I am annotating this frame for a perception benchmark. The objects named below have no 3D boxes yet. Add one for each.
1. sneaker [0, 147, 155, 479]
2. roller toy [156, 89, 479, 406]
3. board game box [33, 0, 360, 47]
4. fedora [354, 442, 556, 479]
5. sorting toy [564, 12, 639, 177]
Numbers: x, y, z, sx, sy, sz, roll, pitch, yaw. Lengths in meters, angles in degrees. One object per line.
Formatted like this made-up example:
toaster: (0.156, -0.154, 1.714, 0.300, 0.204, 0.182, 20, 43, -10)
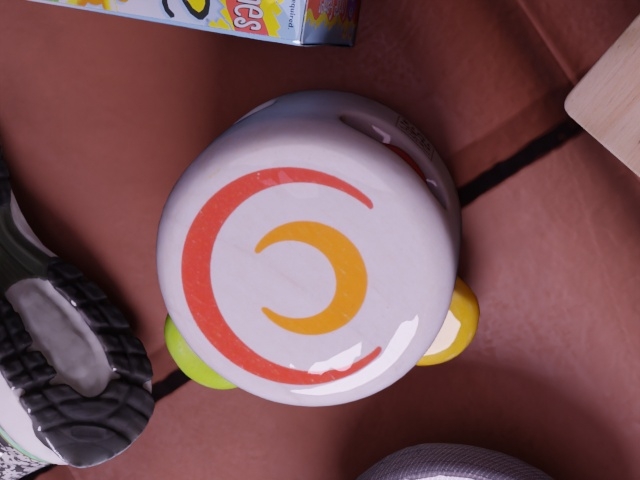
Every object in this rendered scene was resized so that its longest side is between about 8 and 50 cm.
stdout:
sneaker: (-0.310, 0.023, 0.910, 0.182, 0.158, 0.410, -39, 83, 33)
roller toy: (0.000, 0.000, 0.808, 0.209, 0.146, 0.191, 0, 108, 10)
board game box: (-0.114, -0.220, 0.807, 0.275, 0.144, 0.142, 11, 101, 13)
fedora: (0.109, 0.274, 0.826, 0.244, 0.124, 0.275, -30, 76, 13)
sorting toy: (0.330, -0.097, 0.731, 0.255, 0.089, 0.257, 42, 107, 6)
